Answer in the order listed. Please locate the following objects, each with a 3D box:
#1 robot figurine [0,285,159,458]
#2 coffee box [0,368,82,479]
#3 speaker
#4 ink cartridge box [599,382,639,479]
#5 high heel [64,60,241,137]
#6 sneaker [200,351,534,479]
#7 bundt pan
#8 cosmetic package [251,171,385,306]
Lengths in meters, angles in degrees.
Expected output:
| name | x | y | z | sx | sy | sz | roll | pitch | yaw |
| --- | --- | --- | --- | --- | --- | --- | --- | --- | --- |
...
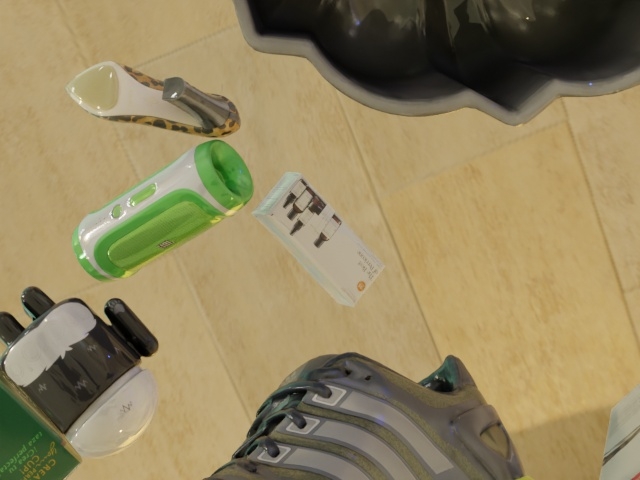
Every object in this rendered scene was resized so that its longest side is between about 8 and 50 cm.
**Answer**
| name | x | y | z | sx | sy | sz | roll | pitch | yaw |
| --- | --- | --- | --- | --- | --- | --- | --- | --- | --- |
| robot figurine | -0.370 | 0.199 | 1.636 | 0.278 | 0.173 | 0.209 | 45 | 109 | 4 |
| coffee box | -0.208 | 0.052 | 0.556 | 0.040 | 0.113 | 0.184 | -45 | 122 | -15 |
| speaker | -0.252 | -0.043 | 1.721 | 0.296 | 0.131 | 0.131 | -29 | 107 | 25 |
| ink cartridge box | 0.214 | 0.143 | 0.595 | 0.109 | 0.150 | 0.063 | 37 | 119 | 2 |
| high heel | -0.260 | -0.206 | 1.704 | 0.261 | 0.186 | 0.093 | 8 | 80 | 31 |
| sneaker | -0.013 | 0.117 | 0.493 | 0.300 | 0.121 | 0.111 | 5 | 145 | -46 |
| bundt pan | 0.066 | -0.221 | 0.530 | 0.331 | 0.124 | 0.331 | -1 | 97 | -6 |
| cosmetic package | 0.000 | 0.000 | 1.851 | 0.239 | 0.060 | 0.099 | 46 | 74 | -25 |
